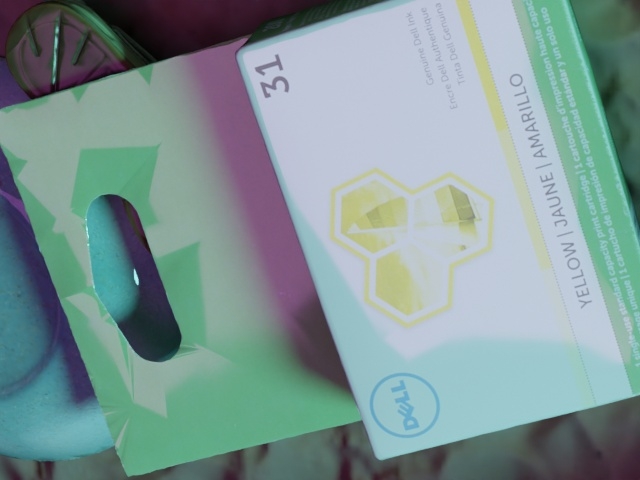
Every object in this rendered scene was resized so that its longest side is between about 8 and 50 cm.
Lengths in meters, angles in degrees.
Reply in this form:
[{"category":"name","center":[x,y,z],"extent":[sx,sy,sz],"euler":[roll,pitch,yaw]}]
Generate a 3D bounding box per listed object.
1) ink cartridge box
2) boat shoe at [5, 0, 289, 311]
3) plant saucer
[{"category":"ink cartridge box","center":[0.000,0.000,0.718],"extent":[0.235,0.056,0.171],"euler":[-16,104,12]},{"category":"boat shoe","center":[-0.066,-0.038,0.771],"extent":[0.056,0.048,0.153],"euler":[-42,96,18]},{"category":"plant saucer","center":[-0.150,0.016,0.827],"extent":[0.195,0.037,0.195],"euler":[9,113,21]}]
